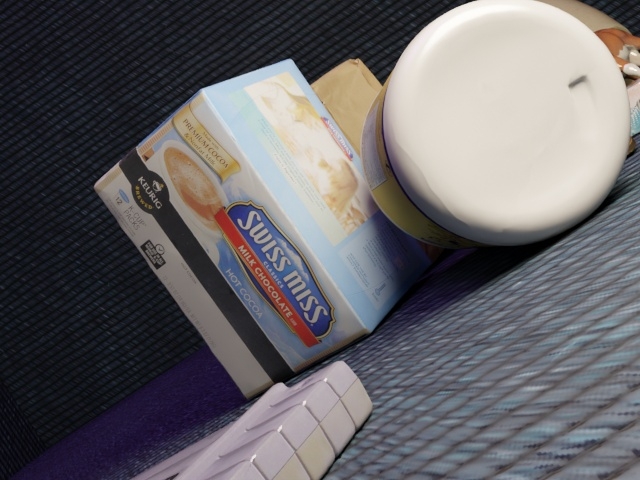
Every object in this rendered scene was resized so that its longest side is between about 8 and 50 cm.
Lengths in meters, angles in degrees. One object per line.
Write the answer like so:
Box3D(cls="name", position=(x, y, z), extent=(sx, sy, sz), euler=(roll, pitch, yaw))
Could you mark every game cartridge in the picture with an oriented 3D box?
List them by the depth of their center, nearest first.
Box3D(cls="game cartridge", position=(-0.146, 0.215, 0.602), extent=(0.355, 0.068, 0.230), euler=(-33, -4, 29))

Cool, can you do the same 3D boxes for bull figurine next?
Box3D(cls="bull figurine", position=(0.472, -0.282, 1.410), extent=(0.310, 0.188, 0.101), euler=(-41, -36, -45))

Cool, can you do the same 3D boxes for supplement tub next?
Box3D(cls="supplement tub", position=(0.171, -0.110, 0.949), extent=(0.241, 0.241, 0.331), euler=(-34, 0, -3))

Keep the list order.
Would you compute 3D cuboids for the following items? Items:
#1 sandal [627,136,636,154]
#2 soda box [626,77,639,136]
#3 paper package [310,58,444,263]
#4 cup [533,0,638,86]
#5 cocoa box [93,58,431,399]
Box3D(cls="sandal", position=(0.343, -0.145, 1.115), extent=(0.090, 0.060, 0.219), euler=(-40, 20, 22))
Box3D(cls="soda box", position=(0.401, -0.159, 1.225), extent=(0.183, 0.063, 0.058), euler=(-34, 2, 35))
Box3D(cls="paper package", position=(0.032, -0.069, 1.342), extent=(0.168, 0.309, 0.325), euler=(-42, 4, -32))
Box3D(cls="cup", position=(0.483, -0.339, 1.687), extent=(0.331, 0.331, 0.237), euler=(-34, 27, -28))
Box3D(cls="cocoa box", position=(-0.066, -0.020, 1.104), extent=(0.228, 0.347, 0.231), euler=(-33, 3, 34))
